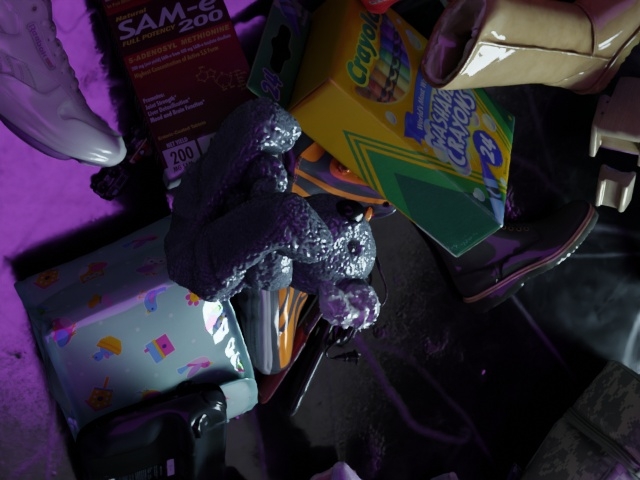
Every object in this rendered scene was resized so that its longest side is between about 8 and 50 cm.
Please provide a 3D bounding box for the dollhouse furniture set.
[{"bbox_3d":[0.489,-0.051,2.076,0.286,0.198,0.303,13,131,16],"label":"dollhouse furniture set"}]

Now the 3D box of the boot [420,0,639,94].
[{"bbox_3d":[0.269,-0.265,1.870,0.270,0.089,0.236,0,123,-42],"label":"boot"}]

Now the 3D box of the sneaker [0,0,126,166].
[{"bbox_3d":[-0.314,-0.198,1.765,0.305,0.114,0.152,40,90,-22],"label":"sneaker"}]

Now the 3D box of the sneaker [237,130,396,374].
[{"bbox_3d":[0.000,0.000,1.908,0.180,0.124,0.321,-1,103,-16],"label":"sneaker"}]

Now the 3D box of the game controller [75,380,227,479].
[{"bbox_3d":[-0.187,0.246,1.842,0.166,0.319,0.067,-9,64,-9],"label":"game controller"}]

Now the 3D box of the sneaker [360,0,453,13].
[{"bbox_3d":[0.162,-0.328,1.824,0.279,0.107,0.118,-16,133,-2],"label":"sneaker"}]

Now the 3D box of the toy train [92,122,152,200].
[{"bbox_3d":[-0.204,-0.112,1.868,0.036,0.027,0.158,35,92,-25],"label":"toy train"}]

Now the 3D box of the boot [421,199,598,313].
[{"bbox_3d":[0.231,-0.020,2.006,0.198,0.077,0.137,-38,106,-6],"label":"boot"}]

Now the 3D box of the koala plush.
[{"bbox_3d":[-0.031,-0.005,1.743,0.221,0.196,0.203,19,131,-39],"label":"koala plush"}]

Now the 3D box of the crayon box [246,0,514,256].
[{"bbox_3d":[0.078,-0.155,1.850,0.323,0.203,0.083,37,128,-21],"label":"crayon box"}]

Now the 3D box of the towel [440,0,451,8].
[{"bbox_3d":[0.224,-0.468,1.882,0.374,0.090,0.320,-43,111,-3],"label":"towel"}]

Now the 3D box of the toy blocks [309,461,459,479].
[{"bbox_3d":[0.062,0.351,1.925,0.309,0.288,0.260,-20,114,-9],"label":"toy blocks"}]

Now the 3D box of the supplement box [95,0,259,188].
[{"bbox_3d":[-0.150,-0.192,1.794,0.130,0.073,0.239,-21,85,-9],"label":"supplement box"}]

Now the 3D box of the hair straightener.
[{"bbox_3d":[0.013,0.113,1.989,0.089,0.047,0.230,30,89,-22],"label":"hair straightener"}]

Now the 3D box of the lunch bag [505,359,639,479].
[{"bbox_3d":[0.410,0.337,2.071,0.305,0.212,0.256,38,89,-21],"label":"lunch bag"}]

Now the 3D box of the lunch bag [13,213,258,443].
[{"bbox_3d":[-0.200,0.136,1.865,0.223,0.160,0.262,-24,123,-15],"label":"lunch bag"}]
